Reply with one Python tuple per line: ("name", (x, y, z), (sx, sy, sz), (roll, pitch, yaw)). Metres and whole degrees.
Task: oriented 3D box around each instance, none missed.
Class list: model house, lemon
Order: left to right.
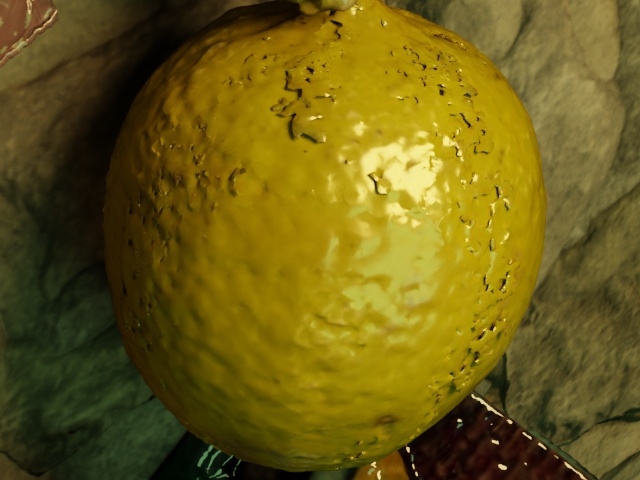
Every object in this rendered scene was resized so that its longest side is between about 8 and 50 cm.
("lemon", (0.000, 0.000, 1.164), (0.258, 0.258, 0.310), (-15, 137, -34))
("model house", (0.042, 0.228, 1.371), (0.280, 0.249, 0.230), (-54, 138, 3))

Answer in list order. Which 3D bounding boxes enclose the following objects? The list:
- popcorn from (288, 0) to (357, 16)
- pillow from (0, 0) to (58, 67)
("popcorn", (0.002, -0.221, 1.055), (0.185, 0.187, 0.167), (-29, 131, -17))
("pillow", (-0.229, -0.100, 1.051), (0.185, 0.043, 0.118), (-43, 132, -13))
